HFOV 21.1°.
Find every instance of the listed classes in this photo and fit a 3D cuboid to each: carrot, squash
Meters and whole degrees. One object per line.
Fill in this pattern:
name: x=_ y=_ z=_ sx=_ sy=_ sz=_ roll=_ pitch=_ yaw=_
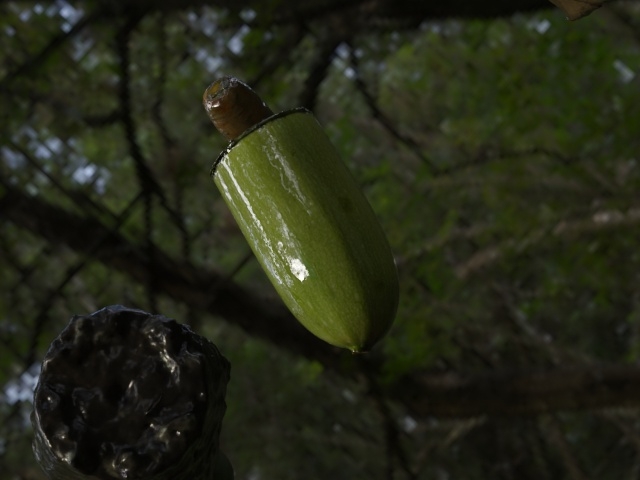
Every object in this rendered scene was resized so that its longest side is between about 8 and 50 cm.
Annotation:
carrot: x=-0.026 y=-0.057 z=2.004 sx=0.070 sy=0.342 sz=0.070 roll=-27 pitch=31 yaw=17
squash: x=0.000 y=0.000 z=1.740 sx=0.132 sy=0.247 sz=0.132 roll=-29 pitch=-16 yaw=-9

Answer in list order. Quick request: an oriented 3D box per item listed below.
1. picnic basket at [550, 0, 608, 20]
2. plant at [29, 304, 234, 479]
picnic basket: x=0.161 y=-0.352 z=1.090 sx=0.337 sy=0.337 sz=0.293 roll=-47 pitch=2 yaw=-8
plant: x=-0.137 y=0.147 z=1.340 sx=0.274 sy=0.149 sz=0.146 roll=89 pitch=-157 yaw=-67
